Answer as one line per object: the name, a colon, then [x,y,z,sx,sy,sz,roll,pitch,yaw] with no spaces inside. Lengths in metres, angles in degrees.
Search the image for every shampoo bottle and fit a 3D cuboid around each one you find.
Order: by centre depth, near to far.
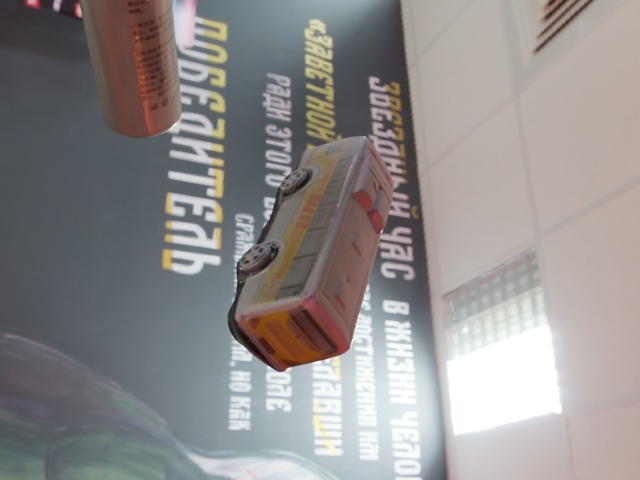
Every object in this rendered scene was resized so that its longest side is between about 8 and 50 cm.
shampoo bottle: [-0.115,-0.150,0.398,0.195,0.056,0.056,98,-15,-49]

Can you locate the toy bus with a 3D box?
toy bus: [0.000,0.000,0.425,0.072,0.057,0.172,-16,-146,30]
